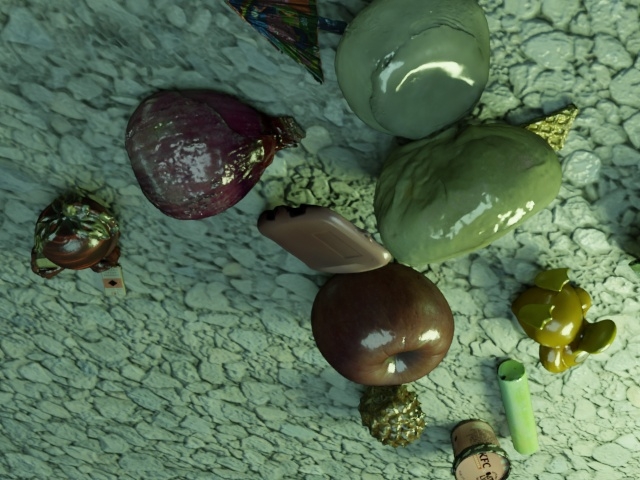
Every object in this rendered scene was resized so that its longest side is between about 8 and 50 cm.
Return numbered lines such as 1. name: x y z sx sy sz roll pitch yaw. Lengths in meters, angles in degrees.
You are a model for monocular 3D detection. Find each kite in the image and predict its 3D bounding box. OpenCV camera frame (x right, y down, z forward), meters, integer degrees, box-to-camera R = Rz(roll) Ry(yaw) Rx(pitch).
1. kite: -0.062 -0.403 1.199 0.234 0.016 0.321 17 149 14

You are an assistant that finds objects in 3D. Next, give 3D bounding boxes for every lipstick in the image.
1. lipstick: 0.515 0.437 1.790 0.076 0.076 0.304 -14 123 8

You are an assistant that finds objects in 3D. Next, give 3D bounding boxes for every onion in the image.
1. onion: -0.203 -0.158 1.318 0.349 0.159 0.267 -13 126 8

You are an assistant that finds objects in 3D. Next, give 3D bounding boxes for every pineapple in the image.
1. pineapple: 0.191 0.449 1.739 0.166 0.166 0.193 -27 123 15

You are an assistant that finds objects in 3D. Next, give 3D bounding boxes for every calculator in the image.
1. calculator: 0.000 0.000 1.369 0.220 0.048 0.330 37 159 -22

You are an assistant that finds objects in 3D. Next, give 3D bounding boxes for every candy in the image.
1. candy: 0.161 -0.318 1.206 0.296 0.185 0.295 -14 126 -19

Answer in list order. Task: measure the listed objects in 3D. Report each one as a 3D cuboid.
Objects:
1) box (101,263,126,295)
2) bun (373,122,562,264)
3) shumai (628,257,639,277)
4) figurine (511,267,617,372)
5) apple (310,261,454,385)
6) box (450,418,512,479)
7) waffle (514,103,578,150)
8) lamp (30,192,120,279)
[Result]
1. box: -0.470 0.089 1.560 0.046 0.012 0.083 -1 124 -2
2. bun: 0.250 -0.104 1.276 0.361 0.361 0.213 -24 103 14
3. shumai: 0.808 0.101 1.482 0.289 0.291 0.330 2 146 5
4. figurine: 0.550 0.189 1.580 0.228 0.215 0.215 36 117 -7
5. apple: 0.133 0.178 1.499 0.306 0.235 0.305 -10 139 -9
6. box: 0.417 0.565 1.838 0.151 0.135 0.151 -2 121 -3
7. waffle: 0.424 -0.233 1.368 0.153 0.023 0.097 7 122 -6
8. lamp: -0.516 0.003 1.420 0.215 0.151 0.223 0 126 3
